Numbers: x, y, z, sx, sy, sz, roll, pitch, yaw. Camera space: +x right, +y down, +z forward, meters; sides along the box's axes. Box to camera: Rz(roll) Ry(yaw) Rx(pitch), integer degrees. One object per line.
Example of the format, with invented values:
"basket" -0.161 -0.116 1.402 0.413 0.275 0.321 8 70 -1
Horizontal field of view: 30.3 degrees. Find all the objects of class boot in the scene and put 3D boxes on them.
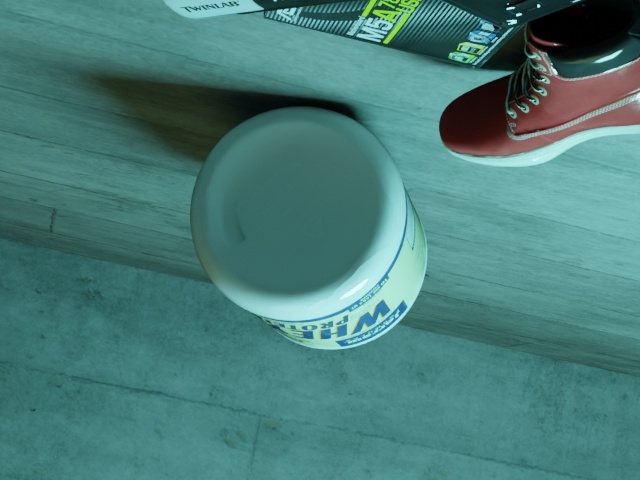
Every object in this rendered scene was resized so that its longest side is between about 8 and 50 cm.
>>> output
"boot" 0.170 -0.134 0.961 0.244 0.088 0.176 -10 158 39

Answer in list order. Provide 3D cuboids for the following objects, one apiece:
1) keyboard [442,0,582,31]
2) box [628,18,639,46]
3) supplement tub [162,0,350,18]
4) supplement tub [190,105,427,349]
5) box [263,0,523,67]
"keyboard" 0.222 -0.179 0.616 0.317 0.033 0.201 -16 169 31
"box" 0.304 -0.061 0.738 0.233 0.059 0.183 46 -167 -8
"supplement tub" -0.005 -0.197 0.695 0.190 0.117 0.117 -1 165 24
"supplement tub" 0.000 0.000 1.379 0.235 0.236 0.325 8 168 13
"box" 0.062 -0.192 0.867 0.184 0.045 0.190 10 168 -10
